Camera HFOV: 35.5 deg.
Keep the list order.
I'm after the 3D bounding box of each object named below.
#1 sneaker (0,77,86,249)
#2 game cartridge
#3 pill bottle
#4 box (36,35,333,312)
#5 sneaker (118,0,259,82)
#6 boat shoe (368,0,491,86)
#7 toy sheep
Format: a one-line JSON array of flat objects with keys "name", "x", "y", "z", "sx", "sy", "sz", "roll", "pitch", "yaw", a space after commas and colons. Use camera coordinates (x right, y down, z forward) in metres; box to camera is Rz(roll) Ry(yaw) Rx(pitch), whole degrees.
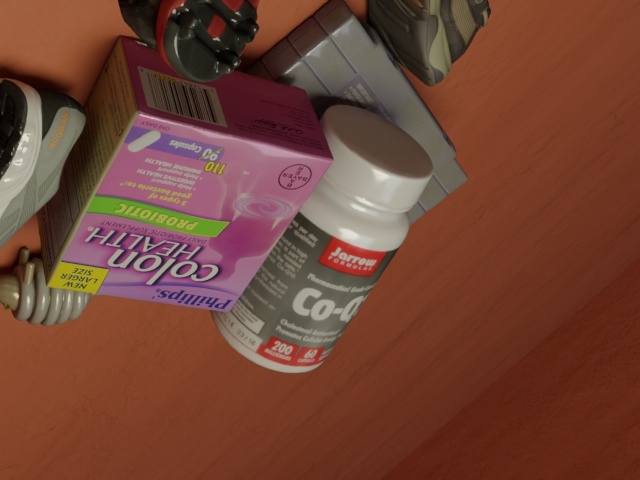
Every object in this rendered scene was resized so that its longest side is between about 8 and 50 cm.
[{"name": "sneaker", "x": -0.311, "y": -0.036, "z": 0.958, "sx": 0.271, "sy": 0.100, "sz": 0.108, "roll": -49, "pitch": 157, "yaw": 27}, {"name": "game cartridge", "x": 0.025, "y": -0.111, "z": 1.212, "sx": 0.230, "sy": 0.068, "sz": 0.355, "roll": -41, "pitch": 140, "yaw": 3}, {"name": "pill bottle", "x": 0.000, "y": 0.000, "z": 1.137, "sx": 0.161, "sy": 0.161, "sz": 0.283, "roll": -5, "pitch": 135, "yaw": -48}, {"name": "box", "x": -0.146, "y": -0.056, "z": 1.029, "sx": 0.214, "sy": 0.117, "sz": 0.243, "roll": 12, "pitch": 131, "yaw": -33}, {"name": "sneaker", "x": -0.076, "y": -0.268, "z": 0.849, "sx": 0.276, "sy": 0.135, "sz": 0.097, "roll": -58, "pitch": 143, "yaw": -7}, {"name": "boat shoe", "x": 0.113, "y": -0.294, "z": 1.030, "sx": 0.130, "sy": 0.132, "sz": 0.355, "roll": -44, "pitch": 164, "yaw": -5}, {"name": "toy sheep", "x": -0.306, "y": 0.055, "z": 1.137, "sx": 0.132, "sy": 0.091, "sz": 0.091, "roll": 4, "pitch": 137, "yaw": -28}]
